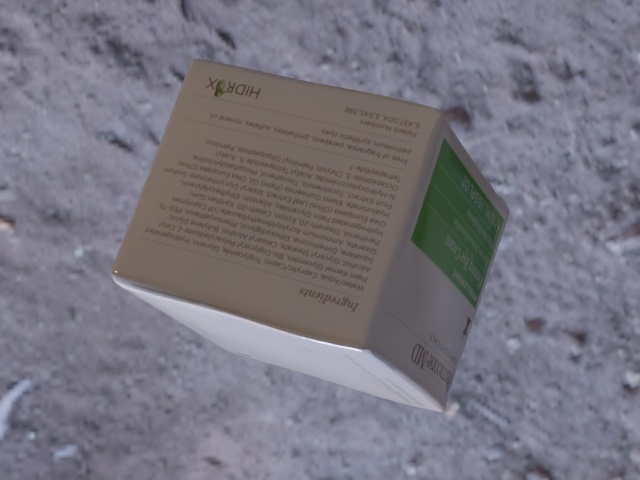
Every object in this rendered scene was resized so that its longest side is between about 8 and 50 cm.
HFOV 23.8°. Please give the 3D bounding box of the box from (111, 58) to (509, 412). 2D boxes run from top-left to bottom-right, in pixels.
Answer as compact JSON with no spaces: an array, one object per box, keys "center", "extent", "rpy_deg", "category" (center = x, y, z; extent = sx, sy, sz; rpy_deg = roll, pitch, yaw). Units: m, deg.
[{"center":[0.000,0.000,0.545],"extent":[0.102,0.087,0.101],"rpy_deg":[15,168,24],"category":"box"}]
